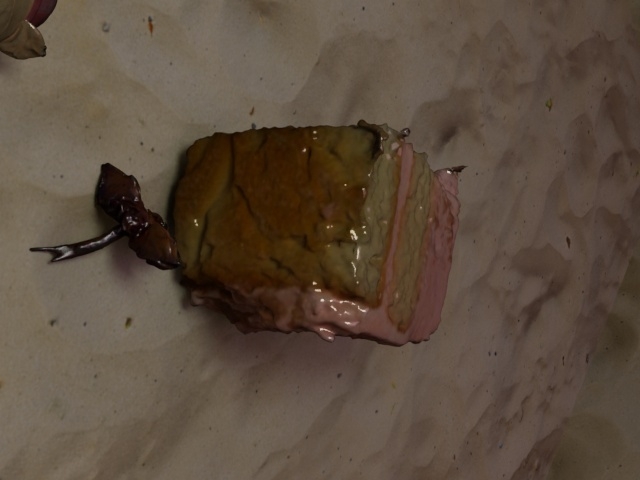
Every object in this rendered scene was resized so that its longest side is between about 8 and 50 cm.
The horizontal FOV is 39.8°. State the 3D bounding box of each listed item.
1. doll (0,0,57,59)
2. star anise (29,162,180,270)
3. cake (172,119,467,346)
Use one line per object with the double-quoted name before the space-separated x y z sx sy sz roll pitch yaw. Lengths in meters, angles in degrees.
"doll" -0.371 -0.277 0.869 0.256 0.152 0.196 -19 119 -54
"star anise" -0.256 0.003 1.094 0.144 0.158 0.140 -41 118 -3
"cake" 0.000 0.000 1.232 0.307 0.314 0.293 19 79 -60
